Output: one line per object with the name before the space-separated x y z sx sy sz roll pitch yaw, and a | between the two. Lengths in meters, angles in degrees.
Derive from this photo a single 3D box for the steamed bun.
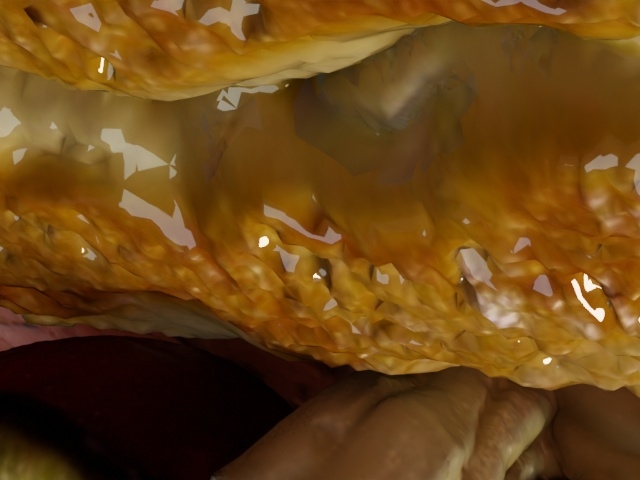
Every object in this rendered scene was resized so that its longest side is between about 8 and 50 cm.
steamed bun | 0.119 0.138 0.668 0.189 0.247 0.428 32 171 21

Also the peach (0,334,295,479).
peach | -0.128 0.237 0.879 0.339 0.353 0.416 -9 144 12

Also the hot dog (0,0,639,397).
hot dog | -0.001 -0.099 0.443 0.365 0.196 0.367 7 149 38
